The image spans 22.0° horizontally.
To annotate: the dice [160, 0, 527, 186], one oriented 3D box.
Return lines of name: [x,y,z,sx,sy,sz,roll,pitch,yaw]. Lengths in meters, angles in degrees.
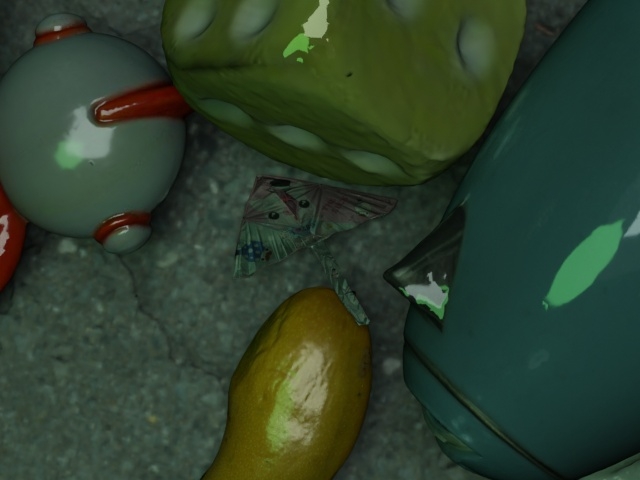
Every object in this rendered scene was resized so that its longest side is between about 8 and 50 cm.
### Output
dice: [0.015,-0.142,1.053,0.166,0.169,0.169,3,67,48]

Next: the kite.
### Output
kite: [0.000,0.000,1.126,0.137,0.005,0.152,-26,56,-24]

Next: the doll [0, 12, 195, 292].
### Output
doll: [-0.216,-0.054,1.138,0.336,0.105,0.200,-21,81,11]

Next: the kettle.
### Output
kettle: [0.220,0.030,1.040,0.319,0.247,0.342,38,97,-20]

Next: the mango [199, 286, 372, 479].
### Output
mango: [-0.021,0.119,1.116,0.098,0.075,0.190,25,90,21]
